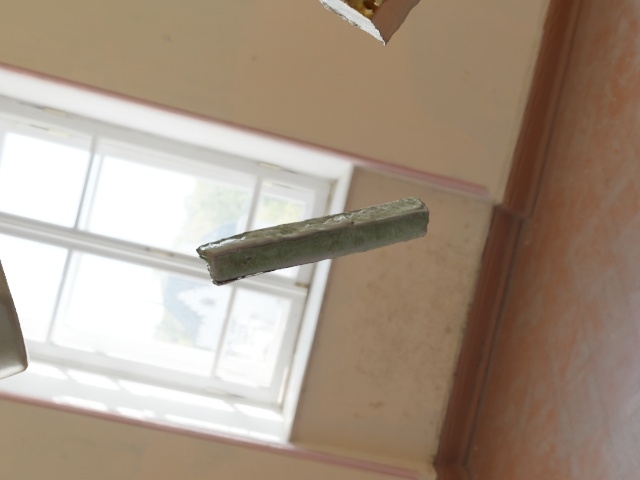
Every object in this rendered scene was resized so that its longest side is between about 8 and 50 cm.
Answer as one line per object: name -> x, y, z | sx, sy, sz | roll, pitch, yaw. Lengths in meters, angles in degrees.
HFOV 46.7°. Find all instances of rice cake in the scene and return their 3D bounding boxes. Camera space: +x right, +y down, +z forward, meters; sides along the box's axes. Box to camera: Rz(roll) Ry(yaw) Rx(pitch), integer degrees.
rice cake -> 0.000, -0.001, 0.620 | 0.033, 0.207, 0.033 | -134, 37, -54

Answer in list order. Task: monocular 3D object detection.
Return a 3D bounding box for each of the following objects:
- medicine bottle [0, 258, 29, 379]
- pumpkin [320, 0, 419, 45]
medicine bottle -> -0.361, 0.083, 0.501 | 0.111, 0.296, 0.161 | 63, 153, 24
pumpkin -> 0.006, -0.200, 0.397 | 0.131, 0.126, 0.248 | -59, -15, 10
